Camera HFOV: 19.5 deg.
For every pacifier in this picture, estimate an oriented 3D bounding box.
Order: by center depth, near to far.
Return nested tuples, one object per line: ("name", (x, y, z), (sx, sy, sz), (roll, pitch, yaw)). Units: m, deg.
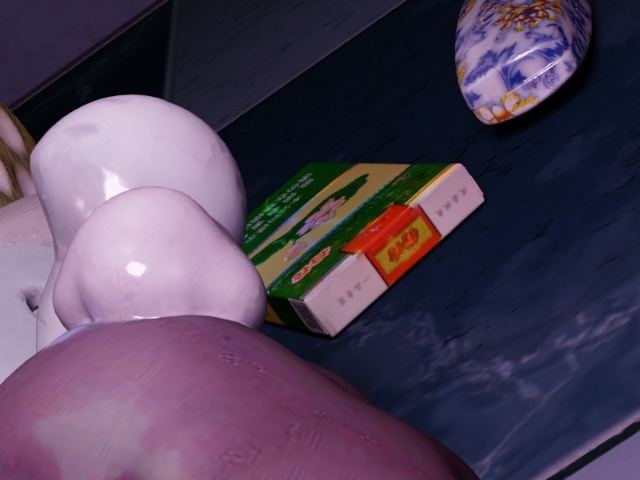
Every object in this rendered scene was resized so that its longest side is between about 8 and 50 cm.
("pacifier", (-0.121, 0.052, 0.831), (0.343, 0.288, 0.269), (-80, 10, -63))

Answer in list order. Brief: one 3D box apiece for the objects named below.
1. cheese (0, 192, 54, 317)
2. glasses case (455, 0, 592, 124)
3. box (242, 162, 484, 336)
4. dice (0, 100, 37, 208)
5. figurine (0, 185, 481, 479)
("cheese", (-0.209, 0.060, 1.245), (0.189, 0.154, 0.198), (-19, 10, -6))
("glasses case", (0.138, -0.146, 1.268), (0.087, 0.065, 0.248), (-29, 16, 16))
("box", (0.000, 0.000, 1.199), (0.132, 0.034, 0.235), (-41, 17, -15))
("dice", (-0.332, 0.017, 1.506), (0.238, 0.227, 0.233), (-33, 18, 8))
("figurine", (-0.089, 0.185, 0.580), (0.365, 0.218, 0.206), (-45, 45, -17))
